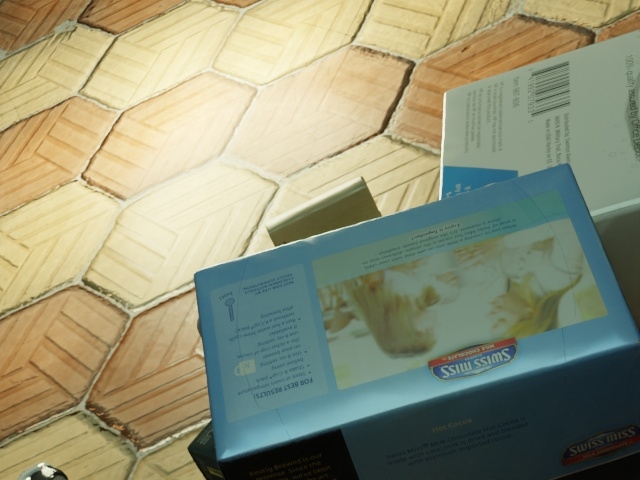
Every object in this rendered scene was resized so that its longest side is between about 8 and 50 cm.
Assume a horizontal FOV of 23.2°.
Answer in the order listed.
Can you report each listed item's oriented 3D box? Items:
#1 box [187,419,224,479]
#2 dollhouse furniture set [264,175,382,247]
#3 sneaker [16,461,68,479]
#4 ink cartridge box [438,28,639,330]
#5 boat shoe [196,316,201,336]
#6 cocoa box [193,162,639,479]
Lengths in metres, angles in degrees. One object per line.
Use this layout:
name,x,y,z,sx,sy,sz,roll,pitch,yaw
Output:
box,0.007,0.165,1.553,0.183,0.059,0.232,10,49,44
dollhouse furniture set,0.000,0.000,1.694,0.144,0.151,0.123,-26,33,1
sneaker,-0.213,0.304,1.503,0.153,0.101,0.268,-25,39,6
ink cartridge box,0.327,-0.068,1.525,0.395,0.166,0.285,-17,36,20
boat shoe,0.010,0.070,1.541,0.267,0.096,0.088,-7,34,25
cocoa box,0.092,0.126,1.326,0.347,0.228,0.231,-16,42,4
